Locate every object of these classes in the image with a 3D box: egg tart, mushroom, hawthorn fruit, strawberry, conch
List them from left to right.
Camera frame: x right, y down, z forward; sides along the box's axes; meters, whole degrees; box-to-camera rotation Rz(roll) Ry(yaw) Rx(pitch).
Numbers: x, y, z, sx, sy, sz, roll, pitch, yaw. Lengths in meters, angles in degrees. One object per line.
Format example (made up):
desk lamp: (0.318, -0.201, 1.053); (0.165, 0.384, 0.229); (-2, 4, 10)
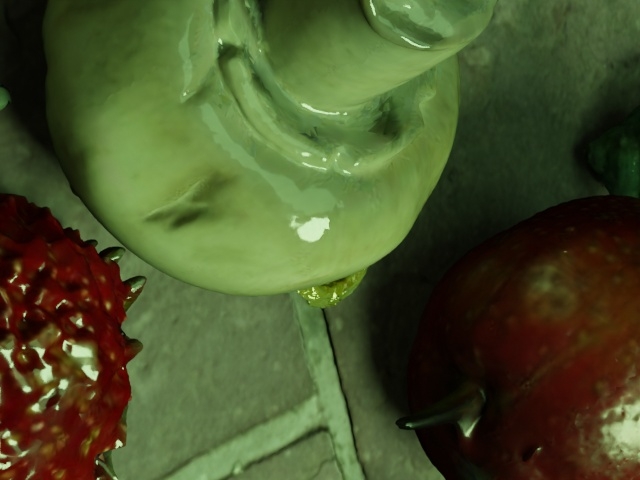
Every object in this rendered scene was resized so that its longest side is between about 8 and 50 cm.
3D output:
strawberry: (-0.227, 0.079, 1.085); (0.306, 0.138, 0.233); (12, 84, -53)
mushroom: (-0.007, -0.117, 1.169); (0.314, 0.336, 0.314); (7, 77, -32)
egg tart: (0.000, 0.000, 1.381); (0.105, 0.039, 0.105); (-2, 94, -42)
hawthorn fruit: (0.200, 0.111, 1.408); (0.369, 0.285, 0.285); (-5, 95, -39)
conch: (0.337, -0.069, 1.633); (0.188, 0.122, 0.176); (22, 57, -43)

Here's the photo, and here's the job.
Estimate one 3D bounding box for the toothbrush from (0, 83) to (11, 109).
toothbrush: (-0.321, -0.079, 1.092); (0.294, 0.028, 0.026); (-7, 76, -42)
